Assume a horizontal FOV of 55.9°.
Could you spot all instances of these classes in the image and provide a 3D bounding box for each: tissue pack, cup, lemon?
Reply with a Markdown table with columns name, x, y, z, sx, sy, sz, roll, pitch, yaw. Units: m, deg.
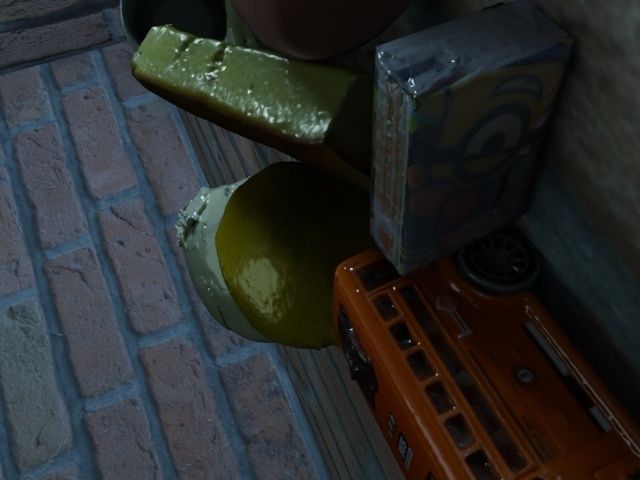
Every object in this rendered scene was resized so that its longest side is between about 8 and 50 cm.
| name | x | y | z | sx | sy | sz | roll | pitch | yaw |
| --- | --- | --- | --- | --- | --- | --- | --- | --- | --- |
| tissue pack | 0.086 | -0.058 | 0.375 | 0.060 | 0.108 | 0.148 | 55 | 160 | 37 |
| cup | -0.238 | -0.427 | 1.068 | 0.234 | 0.186 | 0.258 | -125 | 48 | -71 |
| lemon | -0.019 | 0.016 | 0.713 | 0.260 | 0.204 | 0.204 | 53 | 159 | 35 |

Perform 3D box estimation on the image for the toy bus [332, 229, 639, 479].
| name | x | y | z | sx | sy | sz | roll | pitch | yaw |
| --- | --- | --- | --- | --- | --- | --- | --- | --- | --- |
| toy bus | 0.130 | 0.143 | 0.405 | 0.143 | 0.153 | 0.329 | 90 | 156 | -52 |

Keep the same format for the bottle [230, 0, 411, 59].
| name | x | y | z | sx | sy | sz | roll | pitch | yaw |
| --- | --- | --- | --- | --- | --- | --- | --- | --- | --- |
| bottle | -0.035 | -0.281 | 0.426 | 0.206 | 0.173 | 0.297 | -49 | 58 | 39 |

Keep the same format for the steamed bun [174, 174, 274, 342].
| name | x | y | z | sx | sy | sz | roll | pitch | yaw |
| --- | --- | --- | --- | --- | --- | --- | --- | --- | --- |
| steamed bun | -0.120 | 0.037 | 1.079 | 0.334 | 0.232 | 0.312 | 165 | 86 | -78 |

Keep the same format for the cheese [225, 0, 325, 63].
| name | x | y | z | sx | sy | sz | roll | pitch | yaw |
| --- | --- | --- | --- | --- | --- | --- | --- | --- | --- |
| cheese | -0.054 | -0.259 | 0.678 | 0.159 | 0.093 | 0.263 | 64 | 167 | 12 |

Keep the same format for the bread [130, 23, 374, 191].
| name | x | y | z | sx | sy | sz | roll | pitch | yaw |
| --- | --- | --- | --- | --- | --- | --- | --- | --- | --- |
| bread | -0.052 | -0.131 | 0.575 | 0.138 | 0.077 | 0.361 | 22 | -174 | -45 |
